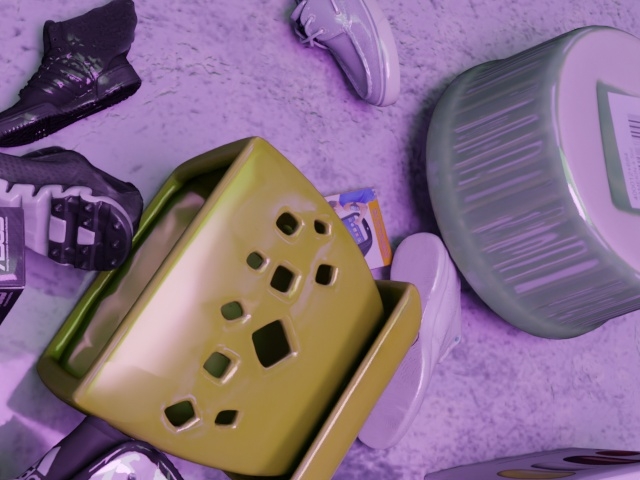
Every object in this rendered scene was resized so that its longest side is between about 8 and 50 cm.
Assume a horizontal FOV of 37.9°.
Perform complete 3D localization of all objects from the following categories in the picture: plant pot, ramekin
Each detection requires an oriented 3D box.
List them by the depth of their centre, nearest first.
[{"bbox_3d":[-0.067,0.073,0.745,0.207,0.227,0.228,37,76,-17],"label":"plant pot"},{"bbox_3d":[0.265,-0.063,0.929,0.303,0.148,0.304,13,67,-34],"label":"ramekin"}]

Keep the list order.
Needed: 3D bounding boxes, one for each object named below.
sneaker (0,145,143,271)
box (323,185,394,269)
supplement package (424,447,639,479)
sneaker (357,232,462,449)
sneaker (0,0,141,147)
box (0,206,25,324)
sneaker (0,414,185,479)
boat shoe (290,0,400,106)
[{"bbox_3d":[-0.252,-0.040,0.767,0.234,0.106,0.078,15,114,4],"label":"sneaker"},{"bbox_3d":[0.000,0.000,0.903,0.136,0.028,0.081,-14,87,-28],"label":"box"},{"bbox_3d":[0.236,0.280,0.860,0.194,0.203,0.149,-3,82,-25],"label":"supplement package"},{"bbox_3d":[0.099,0.105,0.909,0.094,0.080,0.212,29,76,-48],"label":"sneaker"},{"bbox_3d":[-0.226,-0.151,0.818,0.170,0.051,0.089,-28,86,-24],"label":"sneaker"},{"bbox_3d":[-0.310,0.029,0.645,0.183,0.231,0.056,-1,77,-25],"label":"box"},{"bbox_3d":[-0.240,0.200,0.531,0.447,0.169,0.258,31,62,-25],"label":"sneaker"},{"bbox_3d":[0.005,-0.230,0.926,0.081,0.079,0.228,-21,83,-19],"label":"boat shoe"}]
